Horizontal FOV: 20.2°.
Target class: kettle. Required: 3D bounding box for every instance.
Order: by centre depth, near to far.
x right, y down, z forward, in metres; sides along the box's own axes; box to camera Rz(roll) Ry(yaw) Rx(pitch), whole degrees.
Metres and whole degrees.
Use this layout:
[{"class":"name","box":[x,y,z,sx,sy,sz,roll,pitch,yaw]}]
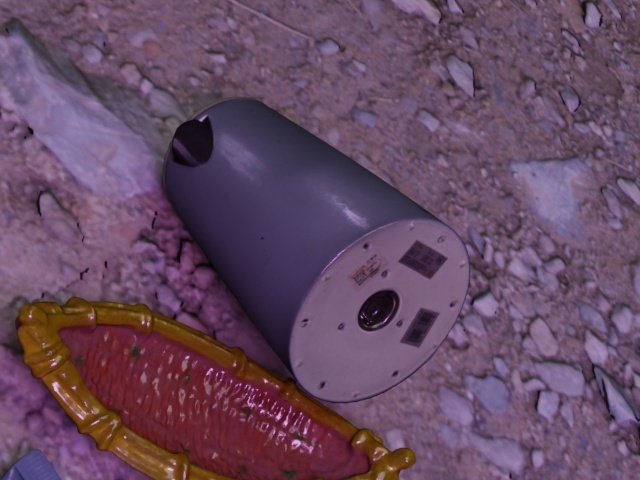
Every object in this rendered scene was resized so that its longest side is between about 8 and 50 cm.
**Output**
[{"class":"kettle","box":[0.000,0.000,1.407,0.210,0.160,0.243,27,13,-45]}]

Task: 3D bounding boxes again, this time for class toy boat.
[{"class":"toy boat","box":[-0.088,0.124,1.315,0.318,0.099,0.141,24,47,-20]}]

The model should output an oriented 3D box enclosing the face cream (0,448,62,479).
[{"class":"face cream","box":[-0.255,0.257,1.086,0.135,0.086,0.385,53,37,4]}]
